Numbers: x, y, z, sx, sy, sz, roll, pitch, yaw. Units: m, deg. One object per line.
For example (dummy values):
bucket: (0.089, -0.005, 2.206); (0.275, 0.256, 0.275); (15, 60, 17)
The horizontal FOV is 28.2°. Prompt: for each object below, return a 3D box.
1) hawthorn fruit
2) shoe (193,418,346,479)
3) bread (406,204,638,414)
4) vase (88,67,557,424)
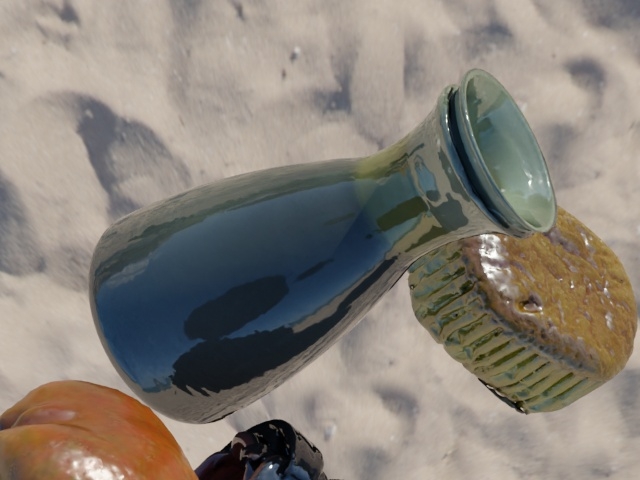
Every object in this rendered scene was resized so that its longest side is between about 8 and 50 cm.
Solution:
hawthorn fruit: (-0.137, 0.175, 0.705); (0.189, 0.189, 0.189); (0, 76, 0)
shoe: (-0.029, 0.195, 0.901); (0.291, 0.114, 0.137); (1, 85, -31)
bread: (0.219, 0.054, 1.377); (0.253, 0.142, 0.227); (40, 45, -19)
vase: (0.000, 0.000, 0.910); (0.321, 0.173, 0.173); (-28, 75, 30)
